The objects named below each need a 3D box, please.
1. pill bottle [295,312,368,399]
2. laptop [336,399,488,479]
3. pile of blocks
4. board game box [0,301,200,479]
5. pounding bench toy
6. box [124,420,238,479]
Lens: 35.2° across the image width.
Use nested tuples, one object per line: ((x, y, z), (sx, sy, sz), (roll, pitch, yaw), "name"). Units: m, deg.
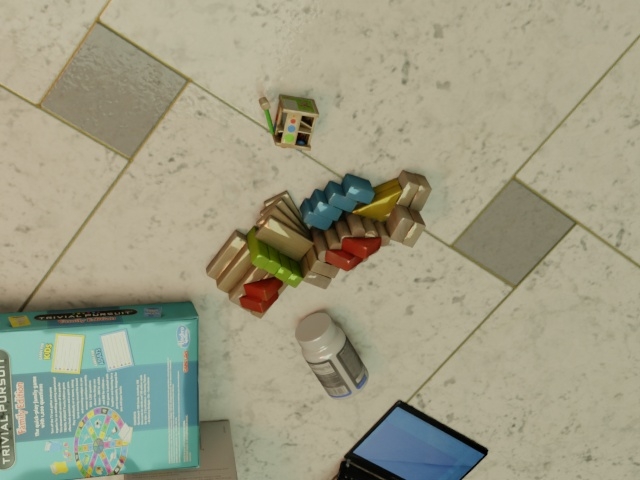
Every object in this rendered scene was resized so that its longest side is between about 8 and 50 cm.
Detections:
((0.017, 0.187, 1.632), (0.078, 0.078, 0.137), (-27, 122, 6), "pill bottle")
((0.154, 0.459, 1.787), (0.234, 0.264, 0.136), (32, 147, -25), "laptop")
((0.000, 0.000, 1.496), (0.362, 0.113, 0.149), (-29, 122, 6), "pile of blocks")
((-0.356, 0.232, 1.536), (0.336, 0.079, 0.254), (-2, 106, -15), "board game box")
((-0.052, -0.165, 1.421), (0.083, 0.052, 0.065), (7, 119, -15), "pounding bench toy")
((-0.229, 0.401, 1.652), (0.181, 0.182, 0.119), (-3, 121, -10), "box")
